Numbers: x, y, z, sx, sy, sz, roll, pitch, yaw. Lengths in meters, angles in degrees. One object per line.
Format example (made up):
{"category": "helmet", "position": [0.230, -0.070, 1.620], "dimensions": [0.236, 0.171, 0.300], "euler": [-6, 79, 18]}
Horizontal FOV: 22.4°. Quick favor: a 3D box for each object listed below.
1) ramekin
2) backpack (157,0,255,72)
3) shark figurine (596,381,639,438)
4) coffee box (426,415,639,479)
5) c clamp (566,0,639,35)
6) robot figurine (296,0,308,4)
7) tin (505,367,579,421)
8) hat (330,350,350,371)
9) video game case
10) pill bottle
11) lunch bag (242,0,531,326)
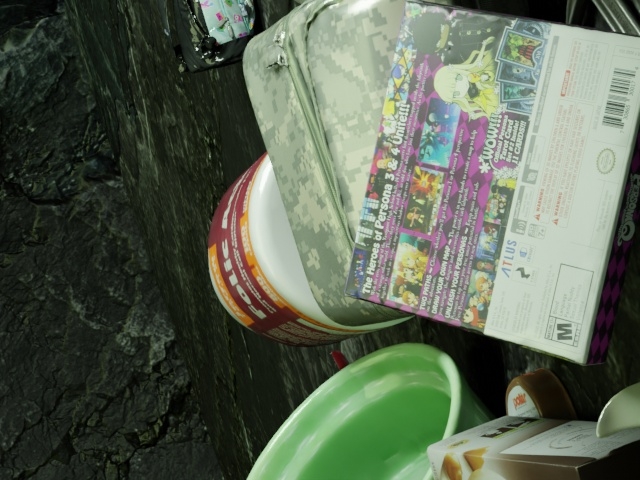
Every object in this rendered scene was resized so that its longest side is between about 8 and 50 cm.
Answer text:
{"category": "ramekin", "position": [0.067, 0.265, 1.623], "dimensions": [0.148, 0.303, 0.303], "euler": [43, 179, -23]}
{"category": "backpack", "position": [-0.153, -0.330, 2.236], "dimensions": [0.152, 0.115, 0.182], "euler": [-4, 99, 64]}
{"category": "shark figurine", "position": [0.254, 0.165, 1.143], "dimensions": [0.166, 0.278, 0.116], "euler": [28, 180, 33]}
{"category": "coffee box", "position": [0.203, 0.232, 1.377], "dimensions": [0.246, 0.098, 0.141], "euler": [-10, 96, 65]}
{"category": "c clamp", "position": [0.216, -0.120, 1.208], "dimensions": [0.137, 0.022, 0.160], "euler": [99, 152, -59]}
{"category": "robot figurine", "position": [-0.081, -0.375, 1.728], "dimensions": [0.300, 0.200, 0.353], "euler": [51, 179, -29]}
{"category": "tin", "position": [0.221, 0.213, 1.510], "dimensions": [0.106, 0.040, 0.189], "euler": [133, 121, -69]}
{"category": "hat", "position": [0.100, 0.223, 1.985], "dimensions": [0.208, 0.173, 0.183], "euler": [54, -149, -5]}
{"category": "video game case", "position": [0.132, -0.047, 1.174], "dimensions": [0.210, 0.042, 0.232], "euler": [14, 96, 34]}
{"category": "pill bottle", "position": [0.000, 0.000, 1.750], "dimensions": [0.392, 0.224, 0.224], "euler": [149, 106, -75]}
{"category": "lunch bag", "position": [0.096, -0.094, 1.360], "dimensions": [0.256, 0.212, 0.305], "euler": [-18, 88, 59]}
